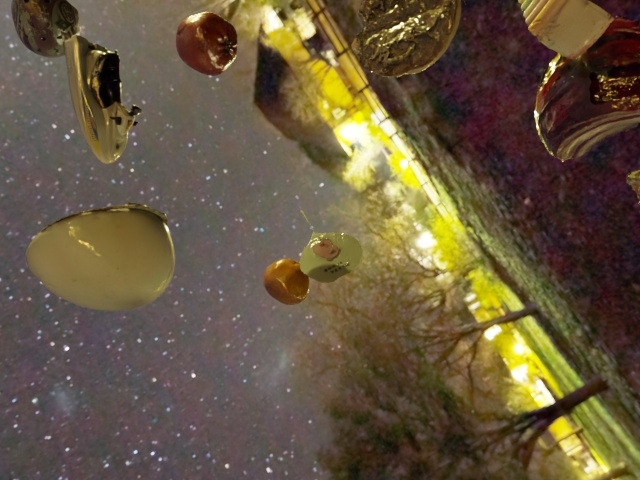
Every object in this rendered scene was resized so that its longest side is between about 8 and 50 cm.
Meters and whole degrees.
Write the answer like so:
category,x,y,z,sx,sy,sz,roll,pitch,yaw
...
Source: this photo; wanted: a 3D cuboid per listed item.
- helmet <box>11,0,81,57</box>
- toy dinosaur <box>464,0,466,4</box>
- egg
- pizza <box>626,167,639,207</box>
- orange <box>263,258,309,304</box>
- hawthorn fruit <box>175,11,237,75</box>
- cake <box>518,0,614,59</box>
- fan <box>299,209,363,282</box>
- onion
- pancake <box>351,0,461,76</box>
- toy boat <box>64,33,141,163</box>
category,x,y,z,sx,sy,sz,roll,pitch,yaw
helmet,-0.684,-0.525,1.324,0.177,0.152,0.108,118,147,-69
toy dinosaur,0.442,-0.845,1.680,0.058,0.037,0.180,43,166,44
egg,-0.430,0.063,1.066,0.264,0.286,0.174,82,169,-66
pizza,0.865,-0.147,1.376,0.195,0.185,0.052,6,-157,-29
orange,-0.104,0.129,1.696,0.158,0.136,0.159,30,-178,-1
hawthorn fruit,-0.347,-0.582,1.559,0.200,0.179,0.179,23,175,25
cake,0.410,-0.397,0.945,0.109,0.090,0.225,23,-153,-13
fan,0.000,-0.001,1.493,0.310,0.182,0.010,55,168,44
onion,0.566,-0.338,1.169,0.314,0.146,0.280,137,125,-61
pancake,0.254,-0.685,1.640,0.071,0.382,0.382,15,-141,-51
toy boat,-0.481,-0.317,1.189,0.141,0.140,0.270,-24,-86,-80
